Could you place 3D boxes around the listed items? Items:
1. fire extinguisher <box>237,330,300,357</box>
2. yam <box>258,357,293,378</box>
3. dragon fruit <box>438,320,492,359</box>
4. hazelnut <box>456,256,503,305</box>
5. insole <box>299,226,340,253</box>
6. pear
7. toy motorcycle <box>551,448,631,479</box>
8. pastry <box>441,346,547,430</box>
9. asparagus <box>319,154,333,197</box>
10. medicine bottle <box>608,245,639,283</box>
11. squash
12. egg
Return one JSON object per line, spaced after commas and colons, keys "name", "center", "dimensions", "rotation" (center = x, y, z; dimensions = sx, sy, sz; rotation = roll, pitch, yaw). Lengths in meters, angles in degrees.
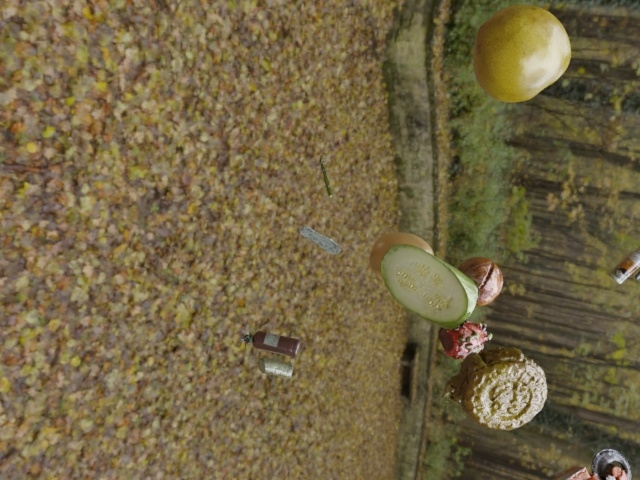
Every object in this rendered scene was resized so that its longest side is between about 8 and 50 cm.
{"name": "fire extinguisher", "center": [-0.200, 0.400, 2.105], "dimensions": [0.099, 0.231, 0.071], "rotation": [-77, 177, -50]}
{"name": "yam", "center": [-0.121, 0.342, 1.471], "dimensions": [0.043, 0.094, 0.043], "rotation": [-164, -90, -71]}
{"name": "dragon fruit", "center": [0.550, 0.365, 2.085], "dimensions": [0.172, 0.160, 0.166], "rotation": [-6, 95, -30]}
{"name": "hazelnut", "center": [0.551, 0.135, 1.948], "dimensions": [0.182, 0.182, 0.182], "rotation": [12, 90, -71]}
{"name": "insole", "center": [0.000, 0.000, 2.176], "dimensions": [0.065, 0.193, 0.006], "rotation": [-44, -157, 37]}
{"name": "pear", "center": [0.436, -0.416, 1.217], "dimensions": [0.209, 0.209, 0.208], "rotation": [12, 90, -71]}
{"name": "toy motorcycle", "center": [0.567, 0.608, 1.170], "dimensions": [0.221, 0.326, 0.147], "rotation": [64, -16, 14]}
{"name": "pastry", "center": [0.497, 0.408, 1.521], "dimensions": [0.240, 0.235, 0.132], "rotation": [-60, -163, 10]}
{"name": "asparagus", "center": [0.012, -0.178, 1.501], "dimensions": [0.016, 0.016, 0.162], "rotation": [24, 38, -37]}
{"name": "medicine bottle", "center": [1.242, 0.083, 2.144], "dimensions": [0.220, 0.092, 0.061], "rotation": [-51, 152, 17]}
{"name": "squash", "center": [0.313, 0.137, 1.635], "dimensions": [0.189, 0.261, 0.189], "rotation": [-54, -162, 26]}
{"name": "egg", "center": [0.310, 0.067, 2.062], "dimensions": [0.201, 0.245, 0.200], "rotation": [4, 85, -46]}
